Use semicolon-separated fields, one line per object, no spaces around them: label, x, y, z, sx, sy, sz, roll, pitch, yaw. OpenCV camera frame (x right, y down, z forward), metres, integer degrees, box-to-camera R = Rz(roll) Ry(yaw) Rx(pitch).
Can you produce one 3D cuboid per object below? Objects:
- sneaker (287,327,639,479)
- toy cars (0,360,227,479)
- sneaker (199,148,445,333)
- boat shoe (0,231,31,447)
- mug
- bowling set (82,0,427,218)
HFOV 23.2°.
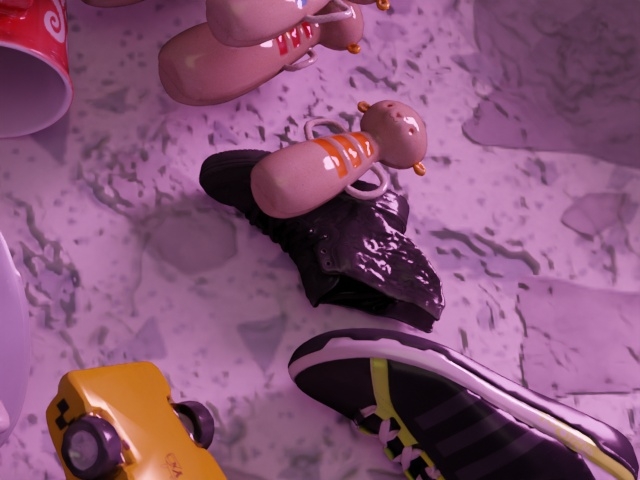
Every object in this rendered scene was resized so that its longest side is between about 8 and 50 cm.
sneaker;0.084;0.131;0.946;0.235;0.084;0.097;21;65;1
toy cars;-0.175;0.106;0.857;0.394;0.087;0.176;38;27;-19
sneaker;-0.001;0.001;1.010;0.170;0.051;0.089;14;59;-7
boat shoe;-0.270;-0.008;0.941;0.113;0.105;0.306;-26;93;-30
mug;-0.203;-0.173;1.017;0.113;0.150;0.169;30;47;-45
bowling set;-0.025;-0.173;0.982;0.154;0.200;0.287;-25;63;-30
